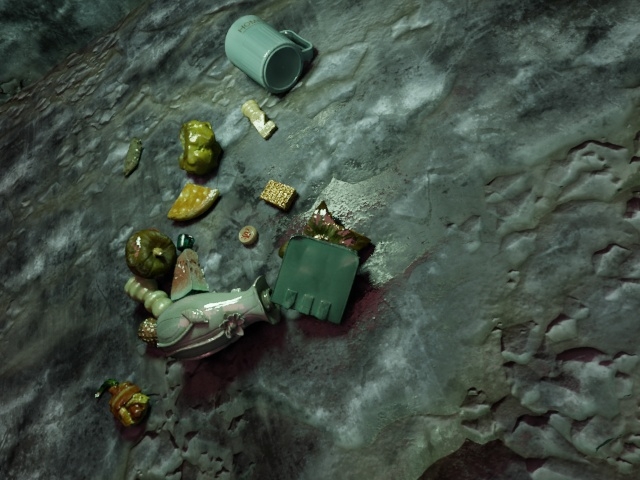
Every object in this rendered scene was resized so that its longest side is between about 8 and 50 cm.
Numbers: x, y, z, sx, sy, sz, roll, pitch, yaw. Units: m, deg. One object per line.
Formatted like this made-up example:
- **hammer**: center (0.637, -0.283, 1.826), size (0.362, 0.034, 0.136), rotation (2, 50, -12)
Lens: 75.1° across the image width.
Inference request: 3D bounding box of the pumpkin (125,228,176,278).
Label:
- **pumpkin**: center (-0.719, 0.057, 1.767), size (0.162, 0.219, 0.219), rotation (-13, 63, 38)

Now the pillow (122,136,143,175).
- **pillow**: center (-1.011, -0.462, 2.258), size (0.093, 0.051, 0.241), rotation (-5, 66, 28)

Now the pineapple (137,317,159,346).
- **pineapple**: center (-0.657, 0.397, 1.712), size (0.197, 0.108, 0.108), rotation (24, 80, 18)

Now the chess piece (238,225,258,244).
- **chess piece**: center (-0.304, -0.021, 1.753), size (0.083, 0.038, 0.084), rotation (-8, 68, 21)

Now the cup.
- **cup**: center (-0.237, -0.877, 1.993), size (0.311, 0.331, 0.257), rotation (46, 126, 30)

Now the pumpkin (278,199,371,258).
- **pumpkin**: center (0.002, 0.026, 1.559), size (0.258, 0.095, 0.290), rotation (44, 100, 20)

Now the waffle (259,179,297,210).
- **waffle**: center (-0.177, -0.194, 1.764), size (0.148, 0.042, 0.102), rotation (25, 79, 31)

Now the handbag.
- **handbag**: center (-0.016, 0.129, 1.465), size (0.268, 0.100, 0.274), rotation (14, 94, 5)

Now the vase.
- **vase**: center (-0.373, 0.284, 1.552), size (0.445, 0.250, 0.250), rotation (-21, 62, 12)

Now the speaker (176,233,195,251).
- **speaker**: center (-0.603, 0.006, 1.855), size (0.094, 0.060, 0.075), rotation (-28, 55, 50)

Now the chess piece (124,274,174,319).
- **chess piece**: center (-0.712, 0.249, 1.781), size (0.243, 0.133, 0.133), rotation (32, 85, 26)

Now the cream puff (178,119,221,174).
- **cream puff**: center (-0.572, -0.441, 1.989), size (0.282, 0.185, 0.282), rotation (4, 95, 60)

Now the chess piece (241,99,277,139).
- **chess piece**: center (-0.286, -0.566, 1.960), size (0.090, 0.090, 0.200), rotation (-40, 69, 5)

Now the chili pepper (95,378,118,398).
- **chili pepper**: center (-0.912, 0.618, 1.765), size (0.118, 0.035, 0.055), rotation (-32, 42, 5)

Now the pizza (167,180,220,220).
- **pizza**: center (-0.597, -0.188, 1.948), size (0.292, 0.058, 0.197), rotation (-29, 59, 9)

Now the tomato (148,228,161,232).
- **tomato**: center (-0.781, 0.024, 1.935), size (0.155, 0.069, 0.155), rotation (-12, 68, 30)

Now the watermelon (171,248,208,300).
- **watermelon**: center (-0.573, 0.142, 1.791), size (0.154, 0.094, 0.241), rotation (-26, 58, 24)

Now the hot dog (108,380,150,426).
- **hot dog**: center (-0.772, 0.641, 1.650), size (0.213, 0.103, 0.146), rotation (16, 77, 30)
